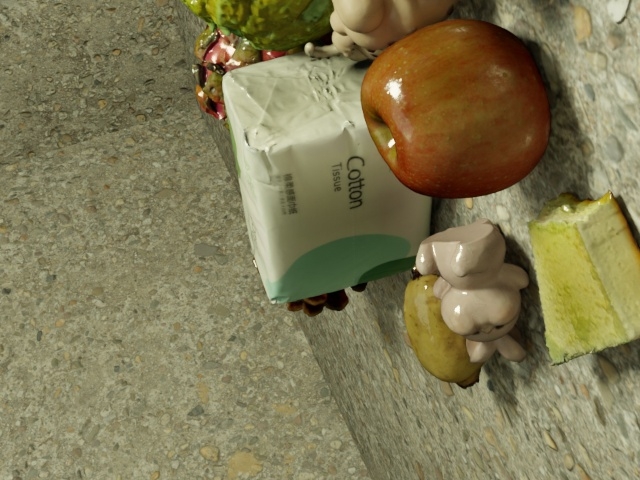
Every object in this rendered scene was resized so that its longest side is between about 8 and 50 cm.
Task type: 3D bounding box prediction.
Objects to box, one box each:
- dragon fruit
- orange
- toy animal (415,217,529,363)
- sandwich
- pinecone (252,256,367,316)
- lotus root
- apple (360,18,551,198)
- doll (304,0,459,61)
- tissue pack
[{"bbox_3d":[-0.085,-0.327,1.329,0.269,0.250,0.291,-88,4,-49],"label":"dragon fruit"},{"bbox_3d":[-0.079,-0.366,1.044,0.223,0.300,0.301,-62,33,12],"label":"orange"},{"bbox_3d":[0.203,0.083,0.977,0.213,0.124,0.124,67,170,-17],"label":"toy animal"},{"bbox_3d":[0.254,0.034,0.790,0.193,0.058,0.162,104,147,-73],"label":"sandwich"},{"bbox_3d":[0.001,0.003,1.483,0.246,0.246,0.292,66,153,20],"label":"pinecone"},{"bbox_3d":[0.184,0.128,1.119,0.118,0.125,0.221,-5,114,43],"label":"lotus root"},{"bbox_3d":[0.136,-0.127,0.795,0.181,0.168,0.181,60,168,22],"label":"apple"},{"bbox_3d":[0.069,-0.263,0.908,0.278,0.154,0.119,169,78,-80],"label":"doll"},{"bbox_3d":[0.018,-0.088,1.156,0.356,0.266,0.194,85,167,-52],"label":"tissue pack"}]
